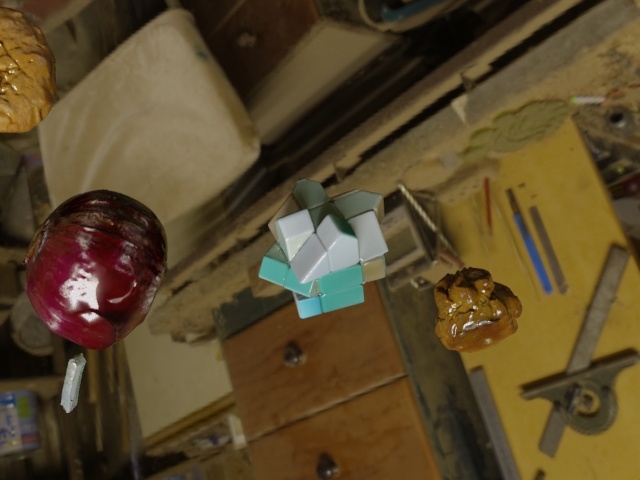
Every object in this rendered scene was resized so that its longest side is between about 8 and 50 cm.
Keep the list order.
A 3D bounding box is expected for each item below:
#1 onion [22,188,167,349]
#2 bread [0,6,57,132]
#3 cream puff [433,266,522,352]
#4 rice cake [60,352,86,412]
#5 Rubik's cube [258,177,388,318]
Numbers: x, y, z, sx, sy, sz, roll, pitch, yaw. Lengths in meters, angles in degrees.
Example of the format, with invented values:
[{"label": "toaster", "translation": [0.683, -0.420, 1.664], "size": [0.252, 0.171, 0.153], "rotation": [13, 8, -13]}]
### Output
[{"label": "onion", "translation": [-0.352, 0.046, 1.226], "size": [0.216, 0.206, 0.207], "rotation": [25, 135, -20]}, {"label": "bread", "translation": [-0.549, -0.291, 1.387], "size": [0.139, 0.229, 0.143], "rotation": [11, 173, -35]}, {"label": "cream puff", "translation": [0.199, 0.089, 1.019], "size": [0.116, 0.094, 0.122], "rotation": [-38, 140, 23]}, {"label": "rice cake", "translation": [-0.657, 0.379, 2.058], "size": [0.043, 0.034, 0.211], "rotation": [-44, 162, -50]}, {"label": "Rubik's cube", "translation": [0.000, 0.000, 1.487], "size": [0.265, 0.224, 0.213], "rotation": [-16, 139, -6]}]
